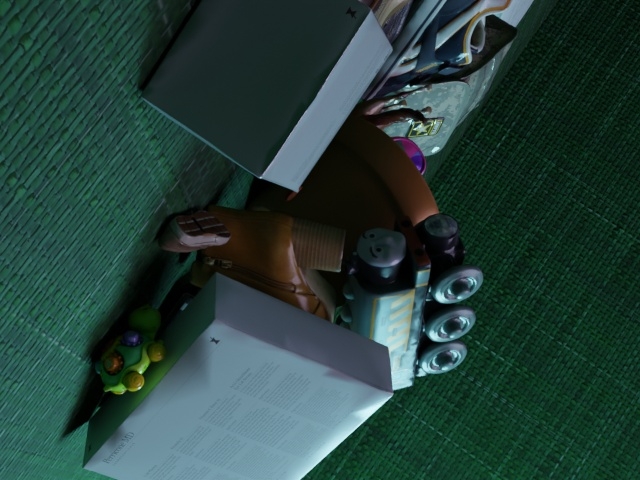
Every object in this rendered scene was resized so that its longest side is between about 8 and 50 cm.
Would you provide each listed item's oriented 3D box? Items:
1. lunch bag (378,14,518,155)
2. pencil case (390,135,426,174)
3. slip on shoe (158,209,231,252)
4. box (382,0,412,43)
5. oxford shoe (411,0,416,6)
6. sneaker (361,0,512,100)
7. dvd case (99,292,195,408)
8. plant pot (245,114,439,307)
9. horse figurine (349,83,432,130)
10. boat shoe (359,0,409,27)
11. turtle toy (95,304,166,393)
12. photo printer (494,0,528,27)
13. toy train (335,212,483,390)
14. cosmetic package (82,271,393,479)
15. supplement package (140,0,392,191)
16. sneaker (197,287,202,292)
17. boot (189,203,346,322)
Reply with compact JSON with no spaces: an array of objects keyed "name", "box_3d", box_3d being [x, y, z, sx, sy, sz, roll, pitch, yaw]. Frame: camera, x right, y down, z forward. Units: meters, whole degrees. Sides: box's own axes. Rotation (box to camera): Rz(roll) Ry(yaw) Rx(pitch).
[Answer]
[{"name":"lunch bag","box_3d":[0.198,-0.280,2.121,0.287,0.169,0.235,-43,166,-31]},{"name":"pencil case","box_3d":[0.081,-0.112,1.949,0.104,0.104,0.236,-53,-164,-19]},{"name":"slip on shoe","box_3d":[-0.163,-0.006,1.508,0.041,0.051,0.135,-42,170,18]},{"name":"box","box_3d":[0.074,-0.326,1.605,0.183,0.056,0.231,-49,169,-33]},{"name":"oxford shoe","box_3d":[0.179,-0.408,1.864,0.212,0.076,0.076,129,-39,-51]},{"name":"sneaker","box_3d":[0.173,-0.305,1.818,0.321,0.128,0.126,-47,-163,49]},{"name":"dvd case","box_3d":[-0.212,0.191,1.770,0.165,0.018,0.221,28,102,-47]},{"name":"plant pot","box_3d":[0.021,-0.021,1.808,0.203,0.291,0.291,-34,162,-25]},{"name":"horse figurine","box_3d":[0.088,-0.194,1.880,0.175,0.066,0.263,-20,-176,-10]},{"name":"boat shoe","box_3d":[0.016,-0.281,1.351,0.342,0.123,0.123,-49,141,-11]},{"name":"turtle toy","box_3d":[-0.251,0.146,1.546,0.130,0.066,0.095,-55,-165,-25]},{"name":"photo printer","box_3d":[0.378,-0.516,2.404,0.256,0.107,0.307,-53,172,-14]},{"name":"toy train","box_3d":[0.119,0.097,1.699,0.190,0.142,0.333,-12,140,-13]},{"name":"cosmetic package","box_3d":[-0.123,0.236,1.641,0.377,0.285,0.097,-47,-149,34]},{"name":"supplement package","box_3d":[-0.047,-0.173,1.190,0.194,0.149,0.203,-56,171,4]},{"name":"sneaker","box_3d":[-0.197,0.161,1.852,0.211,0.081,0.080,-57,171,12]},{"name":"boot","box_3d":[-0.082,0.079,1.665,0.104,0.211,0.295,-78,175,-56]}]
